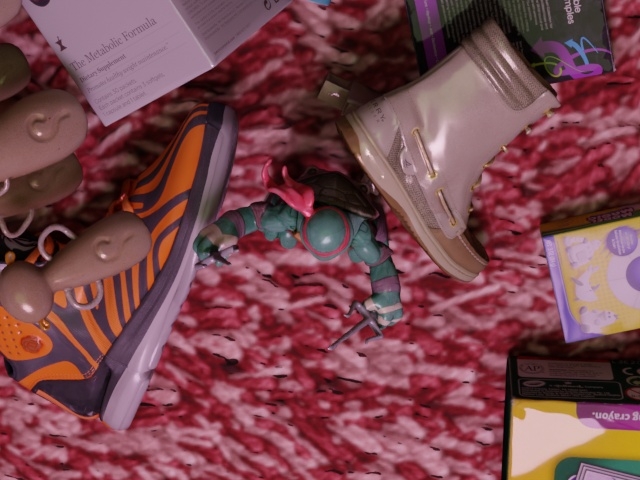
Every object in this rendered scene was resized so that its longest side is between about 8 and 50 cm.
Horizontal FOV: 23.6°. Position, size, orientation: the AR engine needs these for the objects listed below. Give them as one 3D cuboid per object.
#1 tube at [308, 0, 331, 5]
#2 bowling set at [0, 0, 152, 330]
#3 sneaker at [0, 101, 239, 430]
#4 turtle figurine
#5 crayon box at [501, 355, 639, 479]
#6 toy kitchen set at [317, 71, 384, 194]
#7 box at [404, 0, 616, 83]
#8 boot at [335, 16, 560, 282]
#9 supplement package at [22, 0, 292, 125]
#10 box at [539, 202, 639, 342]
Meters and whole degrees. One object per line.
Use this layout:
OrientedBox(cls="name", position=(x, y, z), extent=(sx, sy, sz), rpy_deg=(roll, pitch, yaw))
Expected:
OrientedBox(cls="tube", position=(0.015, -0.296, 1.236), extent=(0.080, 0.052, 0.207), rpy_deg=(19, 104, -2))
OrientedBox(cls="bowling set", position=(-0.276, -0.063, 1.221), extent=(0.154, 0.200, 0.287), rpy_deg=(-30, 97, -22))
OrientedBox(cls="sneaker", position=(-0.194, 0.006, 1.310), extent=(0.180, 0.124, 0.321), rpy_deg=(23, 109, -4))
OrientedBox(cls="turtle figurine", position=(0.000, 0.000, 1.232), extent=(0.175, 0.234, 0.118), rpy_deg=(29, 99, -2))
OrientedBox(cls="crayon box", position=(0.341, 0.271, 1.366), extent=(0.362, 0.106, 0.313), rpy_deg=(2, 110, 4))
OrientedBox(cls="toy kitchen set", position=(0.027, -0.087, 1.290), extent=(0.083, 0.068, 0.075), rpy_deg=(25, 108, -4))
OrientedBox(cls="box", position=(0.156, -0.181, 1.270), extent=(0.162, 0.029, 0.116), rpy_deg=(-10, 108, 9))
OrientedBox(cls="boot", position=(0.129, -0.070, 1.261), extent=(0.165, 0.077, 0.213), rpy_deg=(-36, 130, 6))
OrientedBox(cls="supplement package", position=(-0.162, -0.240, 1.198), extent=(0.139, 0.134, 0.244), rpy_deg=(-23, 107, 39))
OrientedBox(cls="box", position=(0.288, 0.020, 1.320), extent=(0.179, 0.043, 0.105), rpy_deg=(-14, 107, 7))
